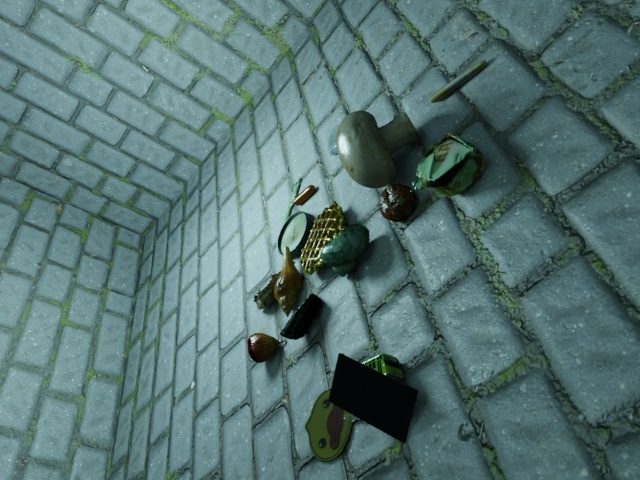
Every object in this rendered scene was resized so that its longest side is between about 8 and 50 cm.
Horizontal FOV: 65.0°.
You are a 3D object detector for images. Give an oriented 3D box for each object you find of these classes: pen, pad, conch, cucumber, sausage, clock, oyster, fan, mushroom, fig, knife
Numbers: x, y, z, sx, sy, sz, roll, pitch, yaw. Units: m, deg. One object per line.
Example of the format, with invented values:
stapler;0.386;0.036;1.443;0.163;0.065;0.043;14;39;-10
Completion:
pen;0.492;-0.564;1.798;0.233;0.040;0.032;-31;44;33
pad;0.143;0.439;1.421;0.265;0.009;0.159;19;101;35
conch;0.090;0.038;1.817;0.122;0.176;0.188;60;143;30
conch;-0.141;0.160;2.067;0.109;0.093;0.330;-25;58;32
cucumber;-0.063;0.290;1.895;0.086;0.115;0.193;29;85;15
sausage;-0.072;-0.211;2.324;0.131;0.041;0.039;-40;16;31
clock;-0.112;-0.026;2.235;0.226;0.049;0.226;-33;43;38
oyster;-0.215;0.218;2.164;0.072;0.133;0.209;44;91;13
fan;0.056;0.569;1.576;0.335;0.011;0.229;-29;44;44
mushroom;0.209;-0.349;1.838;0.290;0.297;0.297;-26;41;9
fig;-0.224;0.424;1.995;0.153;0.119;0.119;-16;54;41
knife;-0.140;-0.171;2.413;0.043;0.020;0.293;-14;55;53

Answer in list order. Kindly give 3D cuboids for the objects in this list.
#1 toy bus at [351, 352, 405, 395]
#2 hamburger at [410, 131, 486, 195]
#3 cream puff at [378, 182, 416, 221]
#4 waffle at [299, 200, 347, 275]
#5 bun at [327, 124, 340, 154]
toy bus;0.157;0.403;1.485;0.175;0.088;0.101;-37;41;34
hamburger;0.391;-0.224;1.600;0.235;0.125;0.214;-52;27;9
cream puff;0.262;-0.138;1.753;0.149;0.084;0.149;-32;44;39
waffle;0.005;-0.008;2.016;0.300;0.058;0.281;-58;22;12
bun;0.088;-0.442;2.236;0.141;0.083;0.140;-39;42;47
